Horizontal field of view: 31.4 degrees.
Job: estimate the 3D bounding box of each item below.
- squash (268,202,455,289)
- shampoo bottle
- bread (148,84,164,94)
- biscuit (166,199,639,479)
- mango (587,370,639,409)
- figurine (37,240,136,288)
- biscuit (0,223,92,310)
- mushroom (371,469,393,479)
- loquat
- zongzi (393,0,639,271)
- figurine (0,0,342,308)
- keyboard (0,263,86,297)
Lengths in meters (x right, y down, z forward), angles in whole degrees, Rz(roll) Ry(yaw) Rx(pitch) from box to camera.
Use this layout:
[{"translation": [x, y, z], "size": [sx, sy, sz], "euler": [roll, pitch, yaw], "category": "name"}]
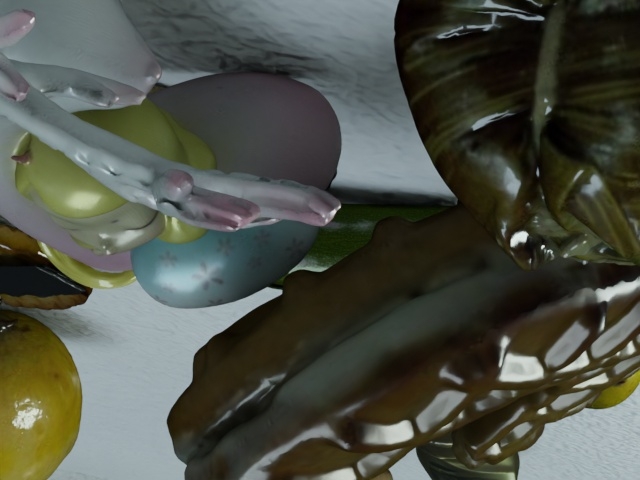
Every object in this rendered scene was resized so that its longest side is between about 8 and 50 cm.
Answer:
[{"translation": [0.001, 0.001, 0.857], "size": [0.318, 0.071, 0.080], "euler": [6, 150, 15], "category": "squash"}, {"translation": [0.185, 0.269, 1.448], "size": [0.125, 0.084, 0.350], "euler": [4, 158, 16], "category": "shampoo bottle"}, {"translation": [-0.083, -0.047, 0.780], "size": [0.129, 0.044, 0.126], "euler": [17, 137, 7], "category": "bread"}, {"translation": [0.097, 0.061, 0.698], "size": [0.268, 0.115, 0.366], "euler": [-41, 157, 31], "category": "biscuit"}, {"translation": [0.232, 0.114, 1.028], "size": [0.103, 0.076, 0.161], "euler": [5, 168, 1], "category": "mango"}, {"translation": [-0.229, -0.020, 0.947], "size": [0.187, 0.083, 0.083], "euler": [22, 160, 4], "category": "figurine"}, {"translation": [-0.321, 0.027, 1.179], "size": [0.176, 0.031, 0.228], "euler": [21, 159, -21], "category": "biscuit"}, {"translation": [-0.022, 0.385, 1.783], "size": [0.278, 0.146, 0.278], "euler": [-1, 177, 0], "category": "mushroom"}, {"translation": [-0.403, 0.192, 1.380], "size": [0.244, 0.244, 0.244], "euler": [11, 160, 4], "category": "loquat"}, {"translation": [0.094, -0.061, 0.473], "size": [0.286, 0.134, 0.288], "euler": [-8, -173, -39], "category": "zongzi"}, {"translation": [-0.069, -0.084, 0.543], "size": [0.284, 0.206, 0.315], "euler": [11, 167, 21], "category": "figurine"}, {"translation": [-0.327, 0.037, 1.142], "size": [0.196, 0.015, 0.074], "euler": [-2, 152, 34], "category": "keyboard"}]
